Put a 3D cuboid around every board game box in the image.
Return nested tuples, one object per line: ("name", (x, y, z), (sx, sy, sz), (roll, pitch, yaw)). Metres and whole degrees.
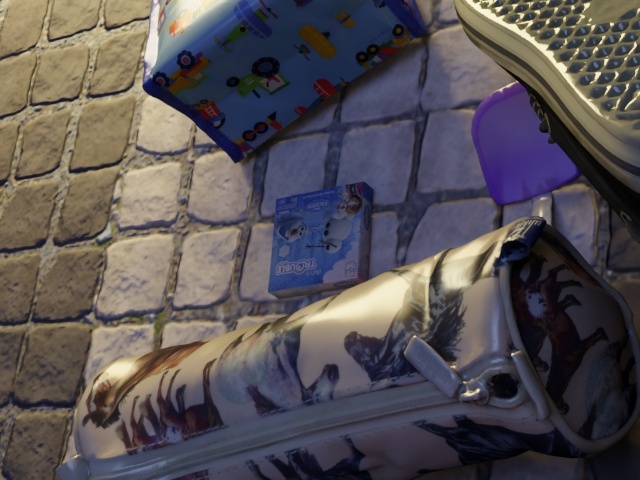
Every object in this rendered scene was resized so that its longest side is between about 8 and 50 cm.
("board game box", (0.000, 0.000, 1.074), (0.090, 0.020, 0.090), (-11, 63, 30))

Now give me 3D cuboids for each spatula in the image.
("spatula", (0.170, 0.009, 0.947), (0.084, 0.030, 0.296), (-21, 57, 26))

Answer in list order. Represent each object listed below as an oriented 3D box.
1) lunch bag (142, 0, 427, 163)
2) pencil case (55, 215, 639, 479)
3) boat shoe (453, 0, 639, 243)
("lunch bag", (-0.054, -0.258, 1.186), (0.221, 0.138, 0.293), (-33, 44, 20))
("pencil case", (0.008, 0.114, 0.891), (0.410, 0.183, 0.160), (-21, 80, 31))
("boat shoe", (0.217, -0.130, 0.871), (0.186, 0.156, 0.500), (-29, 30, 9))
